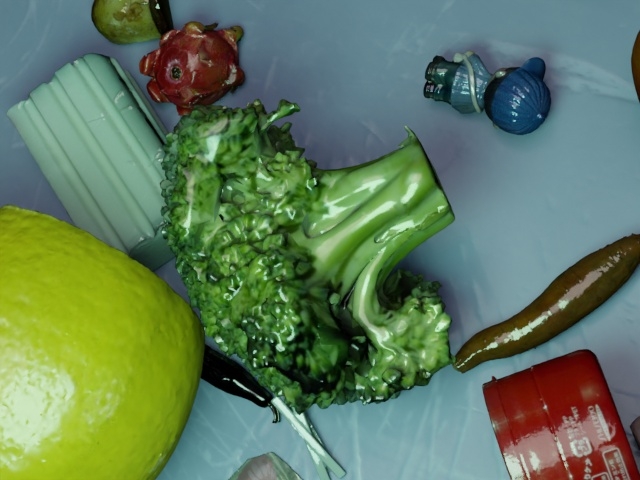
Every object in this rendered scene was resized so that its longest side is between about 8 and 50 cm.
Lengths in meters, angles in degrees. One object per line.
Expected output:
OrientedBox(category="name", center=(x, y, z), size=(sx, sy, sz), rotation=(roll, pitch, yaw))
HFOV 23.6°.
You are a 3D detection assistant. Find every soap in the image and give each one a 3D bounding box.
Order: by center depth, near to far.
OrientedBox(category="soap", center=(-0.242, -0.087, 1.823), size=(0.150, 0.094, 0.261), rotation=(-36, 70, 7))

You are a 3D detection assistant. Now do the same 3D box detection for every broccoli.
OrientedBox(category="broccoli", center=(-0.011, 0.022, 1.636), size=(0.318, 0.277, 0.338), rotation=(0, 77, 19))

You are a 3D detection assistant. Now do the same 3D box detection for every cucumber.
OrientedBox(category="cucumber", center=(-0.110, 0.154, 1.744), size=(0.163, 0.039, 0.043), rotation=(27, 103, 21))

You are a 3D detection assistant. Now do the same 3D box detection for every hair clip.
OrientedBox(category="hair clip", center=(-0.011, 0.219, 1.709), size=(0.030, 0.039, 0.115), rotation=(-32, 80, 12))

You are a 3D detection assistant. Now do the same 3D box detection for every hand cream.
OrientedBox(category="hand cream", center=(0.251, 0.214, 1.558), size=(0.125, 0.193, 0.193), rotation=(-19, 70, 6))

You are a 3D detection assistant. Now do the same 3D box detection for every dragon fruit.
OrientedBox(category="dragon fruit", center=(-0.156, -0.212, 1.848), size=(0.126, 0.068, 0.112), rotation=(-12, 74, 10))

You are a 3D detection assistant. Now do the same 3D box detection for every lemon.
OrientedBox(category="lemon", center=(-0.313, 0.170, 1.613), size=(0.364, 0.364, 0.364), rotation=(-4, 73, 13))

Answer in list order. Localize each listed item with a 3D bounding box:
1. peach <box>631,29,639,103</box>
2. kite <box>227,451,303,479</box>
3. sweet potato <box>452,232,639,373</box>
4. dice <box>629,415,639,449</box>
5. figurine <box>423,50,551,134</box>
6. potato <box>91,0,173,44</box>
OrientedBox(category="peach", center=(0.466, -0.162, 1.605), size=(0.274, 0.249, 0.245), rotation=(48, 124, 8))
OrientedBox(category="kite", center=(-0.133, 0.399, 1.687), size=(0.360, 0.022, 0.204), rotation=(-36, 69, 0))
OrientedBox(category="sweet potato", center=(0.260, 0.072, 1.670), size=(0.265, 0.057, 0.057), rotation=(-36, 69, 3))
OrientedBox(category="dice", center=(0.378, 0.211, 1.578), size=(0.094, 0.093, 0.091), rotation=(-30, 69, 5))
OrientedBox(category="figurine", center=(0.192, -0.174, 1.749), size=(0.149, 0.087, 0.086), rotation=(16, 116, 18))
OrientedBox(category="potato", center=(-0.243, -0.290, 1.894), size=(0.103, 0.066, 0.096), rotation=(-17, 67, 10))
